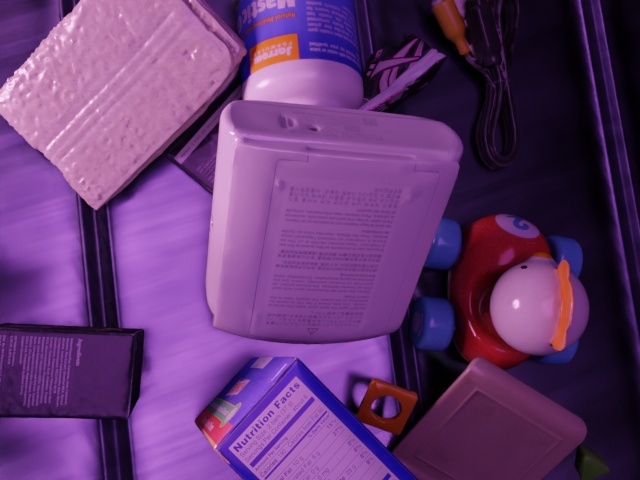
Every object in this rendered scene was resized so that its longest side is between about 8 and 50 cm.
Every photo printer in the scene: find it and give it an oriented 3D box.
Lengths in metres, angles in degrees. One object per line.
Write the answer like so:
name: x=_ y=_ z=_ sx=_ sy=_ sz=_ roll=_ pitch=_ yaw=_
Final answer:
photo printer: x=0.000 y=0.000 z=0.743 sx=0.255 sy=0.308 sz=0.107 roll=3 pitch=40 yaw=-12

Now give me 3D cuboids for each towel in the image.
towel: x=-0.239 y=-0.193 z=0.767 sx=0.282 sy=0.049 sz=0.187 roll=-40 pitch=99 yaw=13

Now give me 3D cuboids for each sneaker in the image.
sneaker: x=0.086 y=-0.222 z=0.892 sx=0.178 sy=0.072 sz=0.077 roll=-38 pitch=79 yaw=-20

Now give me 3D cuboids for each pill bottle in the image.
pill bottle: x=-0.027 y=-0.227 z=0.802 sx=0.152 sy=0.152 sz=0.272 roll=-3 pitch=76 yaw=-12

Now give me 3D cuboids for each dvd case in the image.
dvd case: x=-0.066 y=-0.103 z=0.862 sx=0.221 sy=0.018 sz=0.165 roll=40 pitch=77 yaw=-5

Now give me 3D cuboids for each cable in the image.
cable: x=0.245 y=-0.251 z=0.940 sx=0.139 sy=0.072 sz=0.288 roll=-19 pitch=100 yaw=-30

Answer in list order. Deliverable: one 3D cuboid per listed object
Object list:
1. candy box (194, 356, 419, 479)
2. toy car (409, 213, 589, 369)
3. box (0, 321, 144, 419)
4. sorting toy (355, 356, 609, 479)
candy box: x=0.018 y=0.275 z=0.707 sx=0.317 sy=0.268 sz=0.122 roll=46 pitch=73 yaw=-2
toy car: x=0.256 y=0.060 z=0.796 sx=0.219 sy=0.238 sz=0.211 roll=9 pitch=82 yaw=-11
box: x=-0.284 y=0.142 z=0.718 sx=0.158 sy=0.156 sz=0.093 roll=4 pitch=83 yaw=-11
sorting toy: x=0.212 y=0.258 z=0.838 sx=0.347 sy=0.047 sz=0.196 roll=32 pitch=109 yaw=-8
